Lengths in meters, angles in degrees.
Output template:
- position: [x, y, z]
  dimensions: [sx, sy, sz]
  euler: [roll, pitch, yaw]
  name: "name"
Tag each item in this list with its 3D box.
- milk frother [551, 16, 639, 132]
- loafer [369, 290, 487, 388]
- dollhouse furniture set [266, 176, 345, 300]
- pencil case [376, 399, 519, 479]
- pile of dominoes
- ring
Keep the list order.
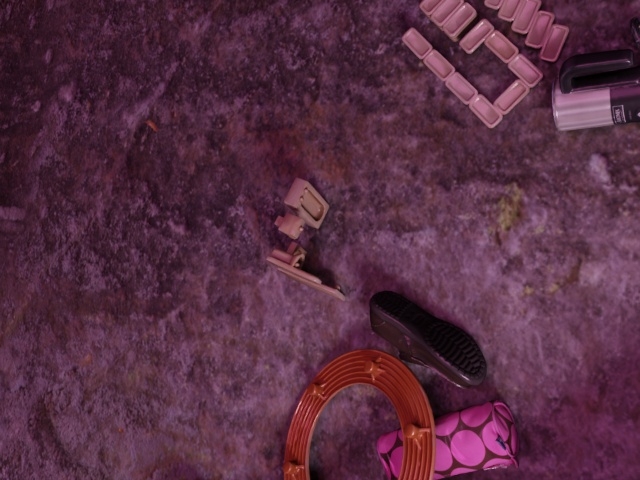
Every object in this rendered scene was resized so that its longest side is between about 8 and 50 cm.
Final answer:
- position: [0.417, -0.241, 0.954]
  dimensions: [0.135, 0.129, 0.143]
  euler: [-2, 39, 31]
  name: "milk frother"
- position: [0.168, 0.166, 1.052]
  dimensions: [0.220, 0.080, 0.078]
  euler: [37, 135, 29]
  name: "loafer"
- position: [0.000, 0.000, 1.145]
  dimensions: [0.123, 0.144, 0.151]
  euler: [22, 79, 27]
  name: "dollhouse furniture set"
- position: [0.194, 0.318, 0.996]
  dimensions: [0.209, 0.095, 0.098]
  euler: [-25, 77, 28]
  name: "pencil case"
- position: [0.276, -0.338, 1.090]
  dimensions: [0.196, 0.040, 0.251]
  euler: [-45, 71, 17]
  name: "pile of dominoes"
- position: [0.044, 0.336, 1.042]
  dimensions: [0.337, 0.032, 0.336]
  euler: [-27, 52, 40]
  name: "ring"
